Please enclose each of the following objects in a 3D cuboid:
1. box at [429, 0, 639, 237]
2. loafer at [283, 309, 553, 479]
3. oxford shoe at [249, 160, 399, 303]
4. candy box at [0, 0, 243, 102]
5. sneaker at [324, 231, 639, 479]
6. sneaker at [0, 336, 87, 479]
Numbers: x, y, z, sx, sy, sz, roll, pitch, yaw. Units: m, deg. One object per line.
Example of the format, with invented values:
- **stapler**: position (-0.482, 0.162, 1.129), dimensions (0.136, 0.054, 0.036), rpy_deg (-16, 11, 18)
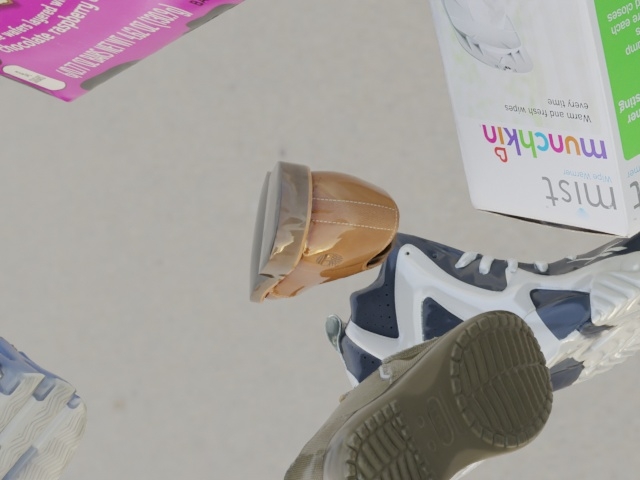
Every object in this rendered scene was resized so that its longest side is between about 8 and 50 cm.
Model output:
- **box**: position (0.188, -0.161, 1.094), dimensions (0.127, 0.262, 0.231), rpy_deg (12, 122, 49)
- **loafer**: position (0.036, 0.066, 0.735), dimensions (0.050, 0.148, 0.056), rpy_deg (-16, 94, 39)
- **oxford shoe**: position (0.000, 0.000, 1.085), dimensions (0.212, 0.076, 0.076), rpy_deg (169, 107, -82)
- **candy box**: position (-0.135, -0.118, 0.500), dimensions (0.159, 0.233, 0.071), rpy_deg (-16, 56, 64)
- **sneaker**: position (0.105, 0.024, 1.176), dimensions (0.235, 0.094, 0.153), rpy_deg (-40, 64, 8)
- **sneaker**: position (-0.267, 0.041, 1.074), dimensions (0.182, 0.315, 0.127), rpy_deg (34, 78, 27)
